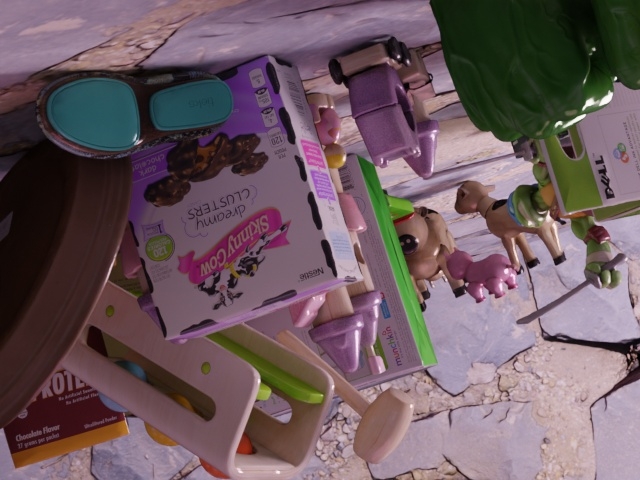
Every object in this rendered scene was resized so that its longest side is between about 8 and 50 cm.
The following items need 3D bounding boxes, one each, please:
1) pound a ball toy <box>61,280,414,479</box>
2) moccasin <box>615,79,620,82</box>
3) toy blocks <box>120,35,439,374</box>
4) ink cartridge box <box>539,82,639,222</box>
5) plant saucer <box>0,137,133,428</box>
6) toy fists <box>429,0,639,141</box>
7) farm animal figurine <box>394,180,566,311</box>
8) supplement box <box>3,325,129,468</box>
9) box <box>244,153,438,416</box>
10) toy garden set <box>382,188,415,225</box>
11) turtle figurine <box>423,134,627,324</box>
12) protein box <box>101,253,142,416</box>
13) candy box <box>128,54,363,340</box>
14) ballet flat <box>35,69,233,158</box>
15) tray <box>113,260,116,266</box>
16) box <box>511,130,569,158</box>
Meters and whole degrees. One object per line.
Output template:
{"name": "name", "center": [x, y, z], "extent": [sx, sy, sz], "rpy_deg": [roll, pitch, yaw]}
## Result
{"name": "pound a ball toy", "center": [-0.094, 0.153, 1.634], "extent": [0.319, 0.135, 0.208], "rpy_deg": [27, -170, 37]}
{"name": "moccasin", "center": [0.347, -0.205, 1.442], "extent": [0.342, 0.137, 0.117], "rpy_deg": [-1, 174, -11]}
{"name": "toy blocks", "center": [0.000, 0.000, 1.526], "extent": [0.309, 0.260, 0.288], "rpy_deg": [-20, 172, 17]}
{"name": "ink cartridge box", "center": [0.272, -0.116, 1.581], "extent": [0.255, 0.188, 0.097], "rpy_deg": [-10, 171, -36]}
{"name": "plant saucer", "center": [-0.246, 0.026, 1.321], "extent": [0.041, 0.278, 0.278], "rpy_deg": [28, 147, -27]}
{"name": "toy fists", "center": [0.209, -0.167, 1.237], "extent": [0.279, 0.142, 0.096], "rpy_deg": [-24, 170, 42]}
{"name": "farm animal figurine", "center": [0.167, 0.005, 2.373], "extent": [0.330, 0.172, 0.327], "rpy_deg": [-24, -175, -6]}
{"name": "supplement box", "center": [-0.310, 0.126, 1.813], "extent": [0.129, 0.191, 0.194], "rpy_deg": [-16, -171, -12]}
{"name": "box", "center": [-0.015, 0.060, 1.923], "extent": [0.231, 0.262, 0.127], "rpy_deg": [-20, 172, 11]}
{"name": "toy garden set", "center": [0.009, -0.020, 2.222], "extent": [0.244, 0.049, 0.204], "rpy_deg": [-21, 170, 18]}
{"name": "turtle figurine", "center": [0.313, -0.043, 1.839], "extent": [0.266, 0.197, 0.275], "rpy_deg": [-25, 172, 31]}
{"name": "protein box", "center": [-0.170, 0.110, 2.076], "extent": [0.200, 0.201, 0.136], "rpy_deg": [-11, 173, 3]}
{"name": "candy box", "center": [-0.075, -0.033, 1.363], "extent": [0.165, 0.196, 0.070], "rpy_deg": [-20, 172, 17]}
{"name": "ballet flat", "center": [-0.153, -0.097, 1.253], "extent": [0.188, 0.070, 0.070], "rpy_deg": [-5, 166, -45]}
{"name": "tray", "center": [-0.406, 0.037, 1.589], "extent": [0.411, 0.076, 0.203], "rpy_deg": [-15, 172, -10]}
{"name": "box", "center": [0.340, -0.163, 1.931], "extent": [0.159, 0.044, 0.233], "rpy_deg": [-15, 172, -20]}
